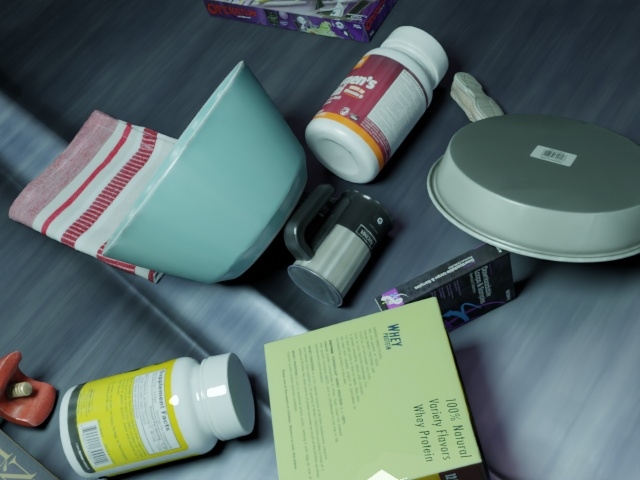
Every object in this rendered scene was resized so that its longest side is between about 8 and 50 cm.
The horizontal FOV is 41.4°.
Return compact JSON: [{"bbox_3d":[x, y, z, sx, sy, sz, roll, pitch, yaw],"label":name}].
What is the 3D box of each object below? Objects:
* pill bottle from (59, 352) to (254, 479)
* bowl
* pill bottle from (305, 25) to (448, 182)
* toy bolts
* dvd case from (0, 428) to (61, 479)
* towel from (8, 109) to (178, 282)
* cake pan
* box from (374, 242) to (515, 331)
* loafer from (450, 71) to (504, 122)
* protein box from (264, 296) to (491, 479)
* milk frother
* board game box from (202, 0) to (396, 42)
[{"bbox_3d":[-0.192,0.208,1.017,0.208,0.119,0.119,-15,51,8],"label":"pill bottle"},{"bbox_3d":[-0.134,-0.064,1.126,0.311,0.163,0.311,-49,15,18],"label":"bowl"},{"bbox_3d":[0.085,-0.199,1.222,0.121,0.121,0.221,23,65,32],"label":"pill bottle"},{"bbox_3d":[-0.476,0.232,1.066,0.158,0.218,0.228,-13,32,25],"label":"toy bolts"},{"bbox_3d":[-0.384,0.311,0.960,0.164,0.221,0.018,-48,21,-18],"label":"dvd case"},{"bbox_3d":[-0.312,-0.080,1.330,0.329,0.037,0.237,20,64,30],"label":"towel"},{"bbox_3d":[0.278,-0.077,1.027,0.293,0.054,0.293,2,33,-1],"label":"cake pan"},{"bbox_3d":[0.151,0.068,1.001,0.162,0.116,0.029,-28,55,-1],"label":"box"},{"bbox_3d":[0.226,-0.192,1.227,0.045,0.039,0.125,-4,48,-26],"label":"loafer"},{"bbox_3d":[0.063,0.200,0.921,0.201,0.136,0.200,-17,50,8],"label":"protein box"},{"bbox_3d":[0.000,0.000,1.133,0.135,0.129,0.143,-54,13,-22],"label":"milk frother"},{"bbox_3d":[-0.019,-0.460,1.506,0.347,0.056,0.208,17,57,29],"label":"board game box"}]
